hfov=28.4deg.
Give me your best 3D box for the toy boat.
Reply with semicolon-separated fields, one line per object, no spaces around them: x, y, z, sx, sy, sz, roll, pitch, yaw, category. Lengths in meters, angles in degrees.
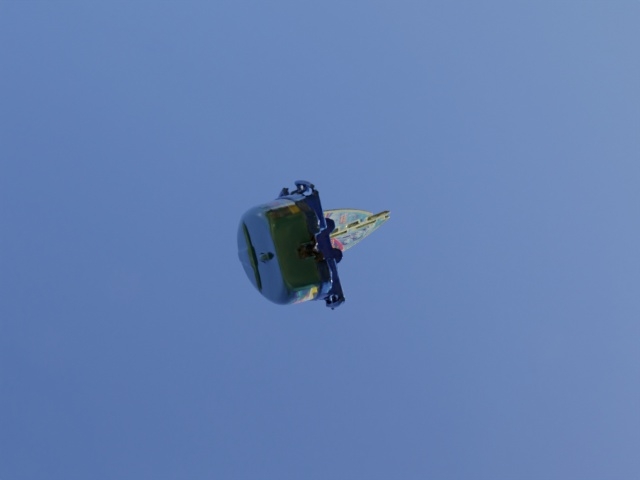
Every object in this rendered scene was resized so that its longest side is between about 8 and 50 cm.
0.000;0.000;0.888;0.110;0.091;0.175;-15;-176;-14;toy boat
